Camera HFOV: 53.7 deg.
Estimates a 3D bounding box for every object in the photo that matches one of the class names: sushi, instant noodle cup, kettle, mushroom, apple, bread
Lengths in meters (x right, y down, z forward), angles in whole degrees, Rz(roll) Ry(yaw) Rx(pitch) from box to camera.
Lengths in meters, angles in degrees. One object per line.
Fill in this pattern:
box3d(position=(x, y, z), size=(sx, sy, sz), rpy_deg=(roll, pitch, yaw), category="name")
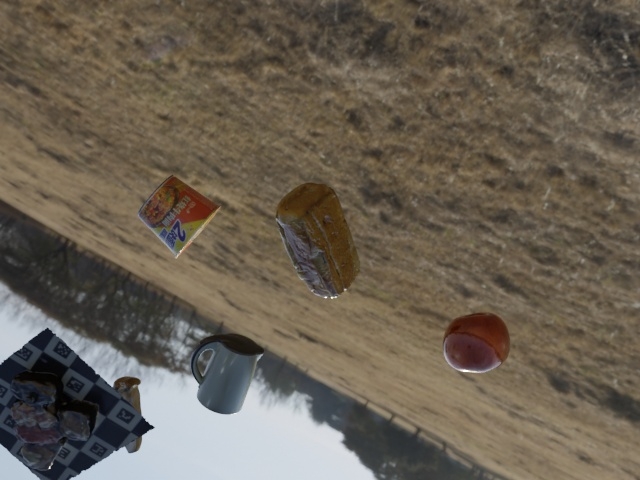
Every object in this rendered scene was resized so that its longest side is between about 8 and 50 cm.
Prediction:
box3d(position=(-0.592, 0.391, 1.354), size=(0.320, 0.339, 0.069), rpy_deg=(52, -162, -16), category="sushi")
box3d(position=(-0.428, -0.080, 1.888), size=(0.174, 0.213, 0.213), rpy_deg=(41, 166, -6), category="instant noodle cup")
box3d(position=(-0.325, 0.425, 2.094), size=(0.221, 0.236, 0.161), rpy_deg=(19, -164, -11), category="kettle")
box3d(position=(-0.531, 0.485, 1.772), size=(0.084, 0.209, 0.071), rpy_deg=(-15, 169, 21), category="mushroom")
box3d(position=(0.374, 0.242, 1.522), size=(0.163, 0.139, 0.163), rpy_deg=(-2, -173, 0), category="apple")
box3d(position=(0.000, 0.000, 1.626), size=(0.132, 0.167, 0.294), rpy_deg=(6, 134, 35), category="bread")
